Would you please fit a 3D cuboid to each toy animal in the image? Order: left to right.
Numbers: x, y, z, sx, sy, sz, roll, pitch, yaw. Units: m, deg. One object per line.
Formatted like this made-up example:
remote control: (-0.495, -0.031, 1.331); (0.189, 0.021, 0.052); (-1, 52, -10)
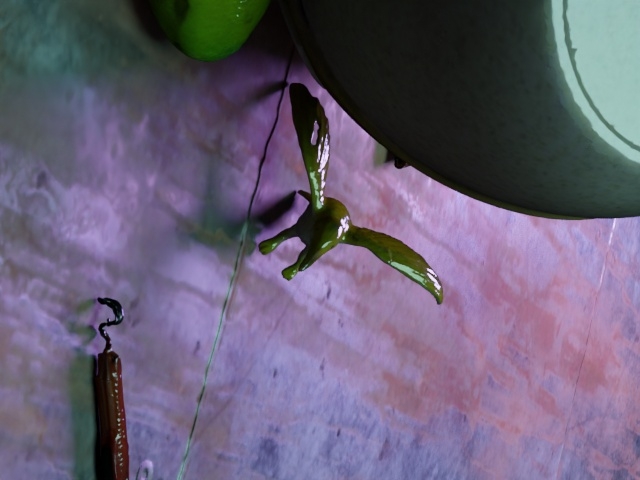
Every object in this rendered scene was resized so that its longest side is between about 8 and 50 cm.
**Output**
toy animal: (0.000, 0.000, 1.439); (0.219, 0.095, 0.155); (50, 43, -9)

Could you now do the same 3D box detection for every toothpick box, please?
toothpick box: (0.162, -0.229, 1.325); (0.409, 0.425, 0.409); (-9, 110, -25)

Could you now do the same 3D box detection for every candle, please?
candle: (-0.149, 0.120, 1.274); (0.026, 0.021, 0.167); (-38, 132, -56)

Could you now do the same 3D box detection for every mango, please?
mango: (-0.070, -0.207, 1.227); (0.119, 0.100, 0.178); (-44, 145, -54)

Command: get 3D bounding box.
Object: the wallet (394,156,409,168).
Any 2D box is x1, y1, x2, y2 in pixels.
wallet: (0.115, -0.122, 1.725); (0.176, 0.026, 0.095); (-12, 108, -63)
